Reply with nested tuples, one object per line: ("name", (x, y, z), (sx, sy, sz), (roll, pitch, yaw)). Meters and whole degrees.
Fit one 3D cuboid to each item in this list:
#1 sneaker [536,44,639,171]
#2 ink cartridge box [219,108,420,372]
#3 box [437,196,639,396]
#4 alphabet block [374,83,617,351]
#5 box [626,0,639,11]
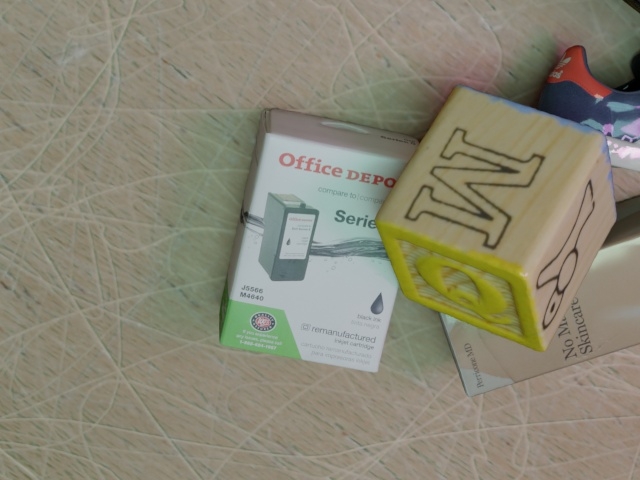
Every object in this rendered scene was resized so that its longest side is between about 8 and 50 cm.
("sneaker", (0.425, -0.139, 1.680), (0.350, 0.131, 0.148), (13, 92, -15))
("ink cartridge box", (0.000, 0.000, 1.714), (0.198, 0.115, 0.273), (11, 109, -7))
("box", (0.299, 0.064, 1.746), (0.311, 0.121, 0.148), (-20, 110, 5))
("alphabet block", (0.202, -0.024, 1.607), (0.193, 0.197, 0.192), (21, 157, 27))
("box", (0.458, -0.218, 1.545), (0.395, 0.318, 0.097), (34, 106, -15))
